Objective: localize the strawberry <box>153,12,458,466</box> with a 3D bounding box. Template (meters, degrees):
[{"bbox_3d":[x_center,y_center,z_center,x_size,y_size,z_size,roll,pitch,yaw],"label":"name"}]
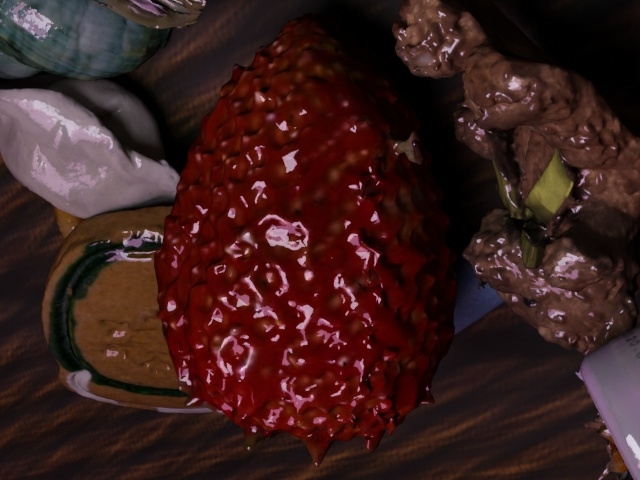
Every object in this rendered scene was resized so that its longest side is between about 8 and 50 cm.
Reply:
[{"bbox_3d":[0.002,0.001,1.257,0.292,0.292,0.343,20,125,15],"label":"strawberry"}]

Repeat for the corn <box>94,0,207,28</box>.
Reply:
[{"bbox_3d":[-0.210,-0.286,1.254,0.305,0.123,0.122,29,135,4],"label":"corn"}]

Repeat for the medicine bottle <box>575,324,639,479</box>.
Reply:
[{"bbox_3d":[0.361,0.102,1.141,0.293,0.170,0.170,-28,115,8],"label":"medicine bottle"}]

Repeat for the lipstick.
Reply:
[{"bbox_3d":[0.097,0.070,1.430,0.068,0.061,0.274,40,137,-13],"label":"lipstick"}]

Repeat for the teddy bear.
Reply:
[{"bbox_3d":[0.158,-0.049,1.180,0.296,0.246,0.222,19,113,-35],"label":"teddy bear"}]

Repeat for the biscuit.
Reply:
[{"bbox_3d":[-0.138,0.088,1.512,0.287,0.057,0.343,5,145,-6],"label":"biscuit"}]

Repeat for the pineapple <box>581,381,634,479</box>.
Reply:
[{"bbox_3d":[0.320,0.238,1.290,0.263,0.271,0.262,17,135,18],"label":"pineapple"}]

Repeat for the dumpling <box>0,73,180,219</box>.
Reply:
[{"bbox_3d":[-0.229,-0.094,1.427,0.250,0.132,0.162,31,177,1],"label":"dumpling"}]

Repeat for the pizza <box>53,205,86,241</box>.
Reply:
[{"bbox_3d":[-0.206,0.017,1.572,0.134,0.056,0.271,10,134,35],"label":"pizza"}]

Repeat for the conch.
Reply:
[{"bbox_3d":[-0.251,-0.205,1.357,0.188,0.122,0.176,5,158,35],"label":"conch"}]
